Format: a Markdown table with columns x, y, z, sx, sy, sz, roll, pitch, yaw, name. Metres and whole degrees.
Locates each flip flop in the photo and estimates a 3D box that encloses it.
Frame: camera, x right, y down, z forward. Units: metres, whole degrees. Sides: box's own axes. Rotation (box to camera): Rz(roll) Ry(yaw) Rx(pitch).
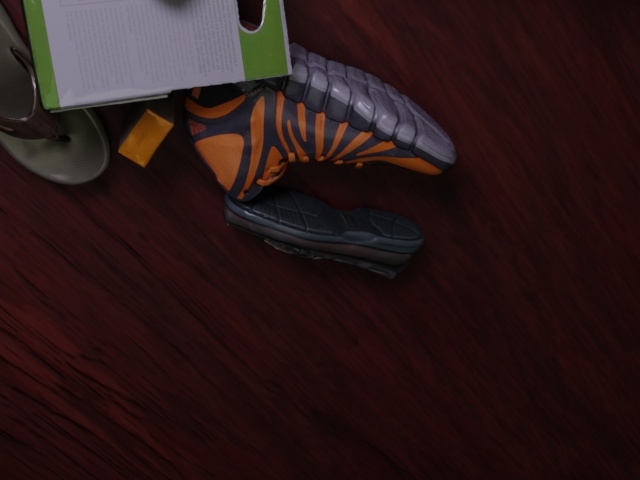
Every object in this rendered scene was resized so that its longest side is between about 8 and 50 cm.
| x | y | z | sx | sy | sz | roll | pitch | yaw | name |
| --- | --- | --- | --- | --- | --- | --- | --- | --- | --- |
| -0.333 | -0.165 | 0.987 | 0.112 | 0.080 | 0.277 | -28 | 121 | 4 | flip flop |

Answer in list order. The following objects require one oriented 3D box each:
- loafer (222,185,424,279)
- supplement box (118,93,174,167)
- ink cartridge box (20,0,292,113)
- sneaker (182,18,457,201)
| x | y | z | sx | sy | sz | roll | pitch | yaw | name |
| --- | --- | --- | --- | --- | --- | --- | --- | --- | --- |
| 0.000 | 0.000 | 1.151 | 0.268 | 0.096 | 0.084 | 10 | 122 | -20 | loafer |
| -0.194 | -0.131 | 1.026 | 0.036 | 0.098 | 0.062 | 31 | 110 | -22 | supplement box |
| -0.173 | -0.241 | 0.942 | 0.255 | 0.097 | 0.188 | -11 | 101 | -17 | ink cartridge box |
| -0.010 | -0.117 | 1.077 | 0.321 | 0.124 | 0.180 | 24 | 116 | -12 | sneaker |
